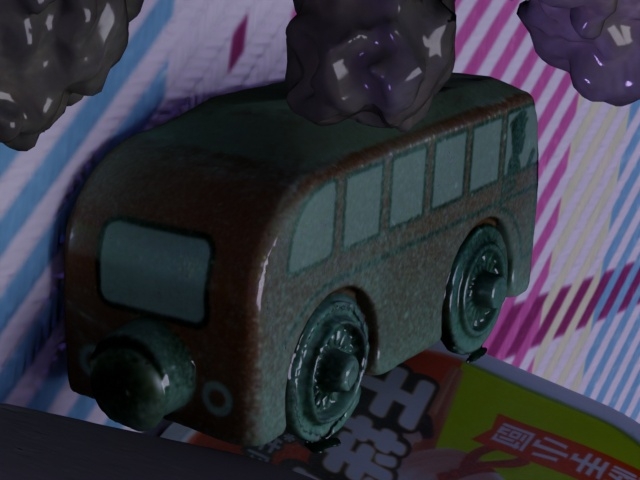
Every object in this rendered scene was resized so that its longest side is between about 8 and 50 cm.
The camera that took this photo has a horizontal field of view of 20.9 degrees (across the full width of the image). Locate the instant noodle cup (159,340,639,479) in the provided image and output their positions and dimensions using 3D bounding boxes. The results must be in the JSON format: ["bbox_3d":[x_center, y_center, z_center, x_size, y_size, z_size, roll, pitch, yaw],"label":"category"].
[{"bbox_3d":[0.038,0.253,0.956,0.294,0.294,0.307,-32,136,-49],"label":"instant noodle cup"}]

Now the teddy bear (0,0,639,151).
[{"bbox_3d":[0.026,-0.190,0.609,0.224,0.368,0.357,-49,148,-57],"label":"teddy bear"}]

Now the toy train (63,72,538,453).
[{"bbox_3d":[0.000,0.000,0.883,0.326,0.129,0.159,-23,119,-54],"label":"toy train"}]

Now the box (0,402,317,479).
[{"bbox_3d":[-0.139,0.237,0.620,0.352,0.177,0.343,19,86,-42],"label":"box"}]
